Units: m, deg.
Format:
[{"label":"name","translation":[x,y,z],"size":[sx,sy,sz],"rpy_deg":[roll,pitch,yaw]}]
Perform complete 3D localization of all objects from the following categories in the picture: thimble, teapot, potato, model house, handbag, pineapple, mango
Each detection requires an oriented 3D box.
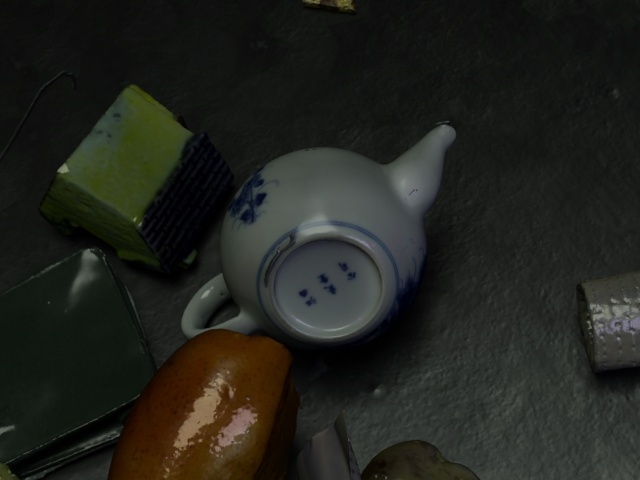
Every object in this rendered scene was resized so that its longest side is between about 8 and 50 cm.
[{"label":"thimble","translation":[0.362,0.097,1.748],"size":[0.090,0.102,0.115],"rpy_deg":[-10,87,2]},{"label":"teapot","translation":[0.000,0.000,1.795],"size":[0.424,0.252,0.280],"rpy_deg":[-35,22,12]},{"label":"potato","translation":[0.124,0.345,1.601],"size":[0.165,0.165,0.262],"rpy_deg":[-17,53,-2]},{"label":"model house","translation":[-0.232,-0.069,1.939],"size":[0.211,0.170,0.194],"rpy_deg":[35,59,-5]},{"label":"handbag","translation":[-0.345,0.160,1.826],"size":[0.260,0.079,0.247],"rpy_deg":[-24,57,-4]},{"label":"pineapple","translation":[0.016,-0.356,2.127],"size":[0.083,0.019,0.045],"rpy_deg":[8,66,12]},{"label":"mango","translation":[-0.144,0.270,1.653],"size":[0.199,0.201,0.350],"rpy_deg":[26,79,-10]}]

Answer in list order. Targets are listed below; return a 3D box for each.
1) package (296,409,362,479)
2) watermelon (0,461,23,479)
[{"label":"package","translation":[0.016,0.334,1.581],"size":[0.062,0.251,0.203],"rpy_deg":[0,53,-20]},{"label":"watermelon","translation":[-0.445,0.413,1.613],"size":[0.331,0.189,0.330],"rpy_deg":[-20,25,10]}]
